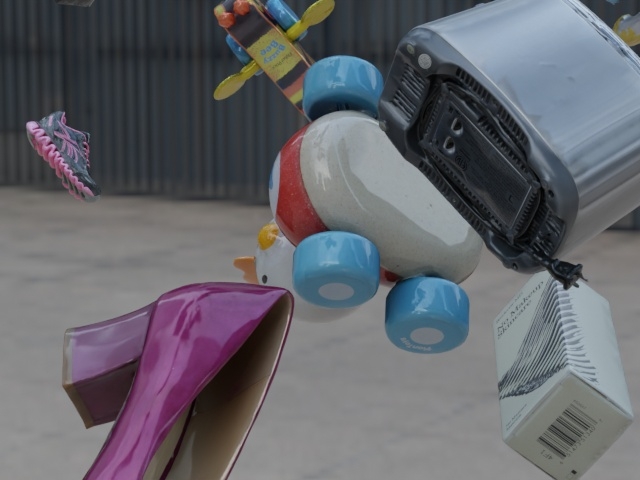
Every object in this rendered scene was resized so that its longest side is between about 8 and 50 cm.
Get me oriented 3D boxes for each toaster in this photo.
[{"bbox_3d":[0.162,-0.081,1.403,0.146,0.129,0.227,-29,65,-29],"label":"toaster"}]

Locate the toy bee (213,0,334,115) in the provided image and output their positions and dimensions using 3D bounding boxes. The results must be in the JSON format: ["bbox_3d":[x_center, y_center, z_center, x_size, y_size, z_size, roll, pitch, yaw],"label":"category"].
[{"bbox_3d":[-0.092,-0.272,2.588,0.298,0.195,0.162,29,11,0],"label":"toy bee"}]

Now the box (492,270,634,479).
[{"bbox_3d":[0.253,0.136,2.047,0.094,0.113,0.275,36,19,-13],"label":"box"}]

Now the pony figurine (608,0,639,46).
[{"bbox_3d":[0.330,-0.413,2.312,0.303,0.363,0.351,-40,70,-22],"label":"pony figurine"}]

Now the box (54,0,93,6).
[{"bbox_3d":[-0.331,-0.482,2.388,0.307,0.242,0.076,48,23,18],"label":"box"}]

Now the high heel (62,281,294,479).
[{"bbox_3d":[-0.090,0.186,1.406,0.181,0.377,0.127,-15,-36,6],"label":"high heel"}]

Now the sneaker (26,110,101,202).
[{"bbox_3d":[-0.268,-0.094,2.094,0.057,0.119,0.047,-33,-17,-21],"label":"sneaker"}]

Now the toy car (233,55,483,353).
[{"bbox_3d":[0.000,0.000,1.712,0.210,0.219,0.238,27,-40,-34],"label":"toy car"}]
